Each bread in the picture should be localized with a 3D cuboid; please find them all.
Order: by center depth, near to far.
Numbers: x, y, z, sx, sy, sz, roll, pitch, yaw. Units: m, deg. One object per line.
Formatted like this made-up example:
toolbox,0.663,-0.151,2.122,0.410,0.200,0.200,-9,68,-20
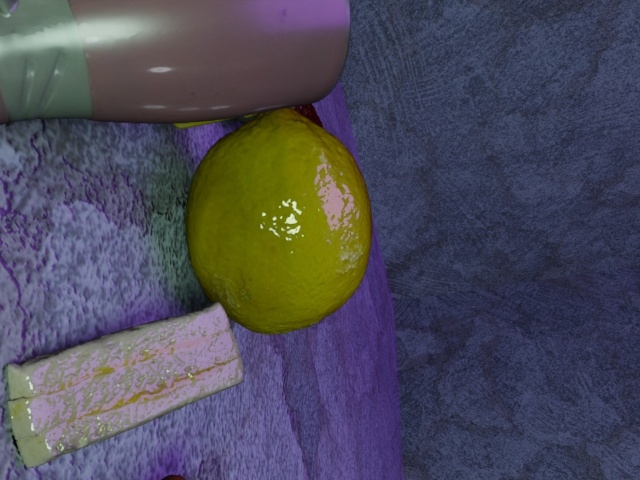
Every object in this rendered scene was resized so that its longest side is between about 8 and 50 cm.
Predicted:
bread,-0.141,0.106,0.382,0.152,0.105,0.077,-2,75,-78

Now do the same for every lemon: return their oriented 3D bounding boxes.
lemon,-0.049,-0.013,0.597,0.236,0.236,0.263,-85,153,-51

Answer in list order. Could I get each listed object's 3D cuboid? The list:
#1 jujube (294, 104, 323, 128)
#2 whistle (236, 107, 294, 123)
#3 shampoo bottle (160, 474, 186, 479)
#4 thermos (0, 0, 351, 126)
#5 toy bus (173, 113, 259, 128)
jujube,-0.056,-0.171,0.902,0.155,0.155,0.230,53,20,-64
whistle,-0.105,-0.312,0.806,0.141,0.141,0.294,45,36,-69
shampoo bottle,-0.143,0.250,0.311,0.244,0.085,0.085,-55,134,-75
thermos,-0.118,-0.158,0.344,0.146,0.265,0.176,59,-34,15
toy bus,-0.161,-0.278,0.492,0.330,0.152,0.144,67,12,-53
